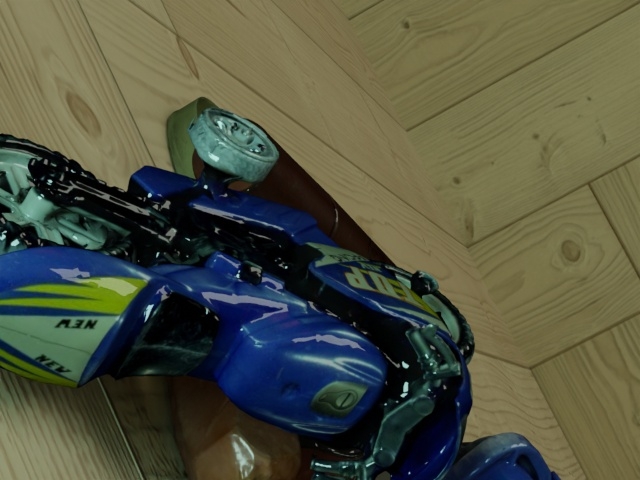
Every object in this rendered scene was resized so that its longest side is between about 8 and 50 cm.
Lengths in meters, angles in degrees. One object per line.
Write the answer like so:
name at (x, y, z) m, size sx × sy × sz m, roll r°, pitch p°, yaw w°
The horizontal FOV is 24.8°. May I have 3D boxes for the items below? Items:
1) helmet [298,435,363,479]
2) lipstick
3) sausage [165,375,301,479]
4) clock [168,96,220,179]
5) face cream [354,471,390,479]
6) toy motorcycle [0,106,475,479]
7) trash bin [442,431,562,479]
helmet at (-0.013, 0.120, 0.831) m, size 0.065 × 0.049 × 0.084 m, roll 4°, pitch 22°, yaw -39°
lipstick at (0.000, 0.000, 1.037) m, size 0.057 × 0.057 × 0.357 m, roll 66°, pitch 10°, yaw 23°
sausage at (-0.046, 0.077, 0.741) m, size 0.065 × 0.065 × 0.169 m, roll 53°, pitch 14°, yaw -41°
clock at (-0.040, -0.001, 1.081) m, size 0.235 × 0.029 × 0.235 m, roll 59°, pitch 10°, yaw -17°
face cream at (0.043, 0.132, 0.962) m, size 0.091 × 0.091 × 0.095 m, roll 54°, pitch 4°, yaw -36°
toy motorcycle at (-0.031, 0.034, 0.648) m, size 0.315 × 0.113 × 0.169 m, roll 16°, pitch 28°, yaw -37°
trash bin at (0.111, 0.227, 0.677) m, size 0.184 × 0.162 × 0.234 m, roll 55°, pitch -8°, yaw -36°
